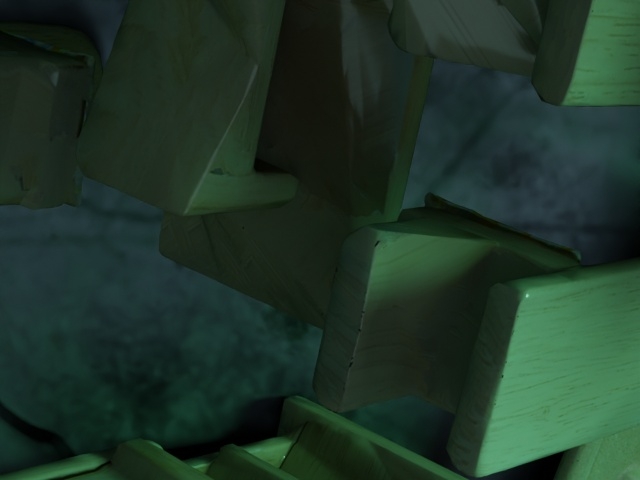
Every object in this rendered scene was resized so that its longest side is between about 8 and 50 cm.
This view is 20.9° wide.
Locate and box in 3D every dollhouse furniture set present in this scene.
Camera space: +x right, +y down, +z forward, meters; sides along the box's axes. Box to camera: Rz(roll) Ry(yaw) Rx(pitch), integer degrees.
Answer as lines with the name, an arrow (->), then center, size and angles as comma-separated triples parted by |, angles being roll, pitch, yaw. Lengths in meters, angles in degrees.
dollhouse furniture set -> 0.000, 0.000, 0.770 | 0.362, 0.256, 0.394 | 23, 109, 35

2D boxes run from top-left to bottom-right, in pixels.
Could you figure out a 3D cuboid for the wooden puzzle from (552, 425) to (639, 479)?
wooden puzzle -> 0.285, 0.136, 0.954 | 0.322, 0.080, 0.348 | 16, 111, -9
